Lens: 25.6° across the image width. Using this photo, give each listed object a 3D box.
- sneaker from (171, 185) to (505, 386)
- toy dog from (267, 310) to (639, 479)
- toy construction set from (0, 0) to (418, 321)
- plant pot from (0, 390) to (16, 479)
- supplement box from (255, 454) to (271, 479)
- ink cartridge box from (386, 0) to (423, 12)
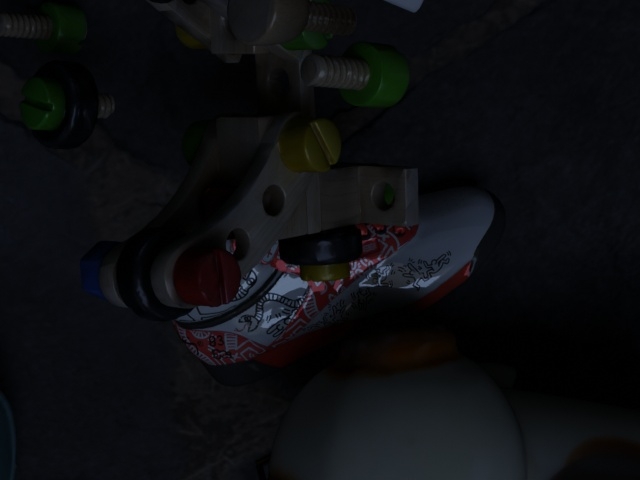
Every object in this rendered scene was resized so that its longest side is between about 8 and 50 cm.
[{"bbox_3d":[0.000,0.001,1.072,0.270,0.090,0.145,-27,126,8],"label":"sneaker"},{"bbox_3d":[0.147,0.223,1.073,0.408,0.395,0.284,21,78,-20],"label":"toy dog"},{"bbox_3d":[-0.010,-0.094,0.896,0.237,0.257,0.309,-1,159,-44],"label":"toy construction set"},{"bbox_3d":[-0.379,0.220,1.037,0.196,0.293,0.293,15,121,8],"label":"plant pot"},{"bbox_3d":[-0.014,0.223,1.240,0.055,0.043,0.083,-29,124,5],"label":"supplement box"},{"bbox_3d":[-0.001,-0.262,0.902,0.212,0.093,0.154,18,116,-25],"label":"ink cartridge box"}]
